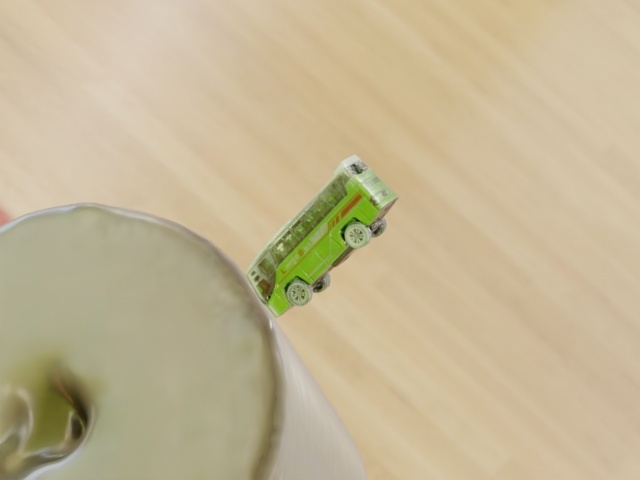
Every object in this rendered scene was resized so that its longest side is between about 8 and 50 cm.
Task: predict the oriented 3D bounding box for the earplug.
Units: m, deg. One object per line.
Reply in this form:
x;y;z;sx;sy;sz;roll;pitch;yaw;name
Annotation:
-0.122;0.197;1.282;0.312;0.313;0.394;54;-2;31;earplug

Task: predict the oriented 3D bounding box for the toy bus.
0.000;0.000;0.842;0.037;0.083;0.031;46;24;5;toy bus
